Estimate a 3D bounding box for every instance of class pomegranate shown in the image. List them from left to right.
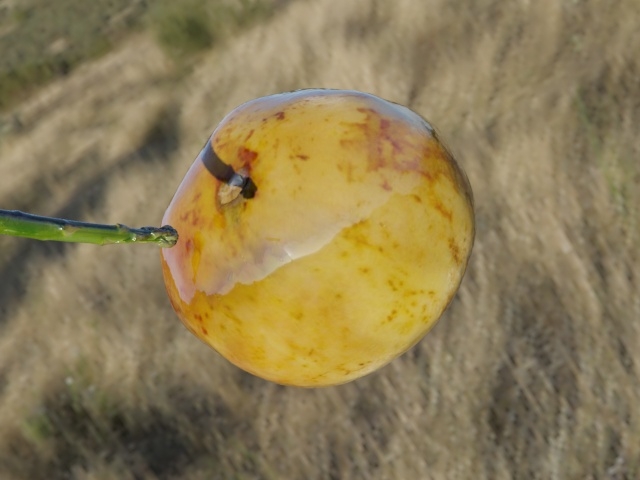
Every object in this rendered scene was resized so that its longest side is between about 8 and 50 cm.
[{"bbox_3d":[0.000,0.000,1.146,0.248,0.248,0.248,-31,12,7],"label":"pomegranate"}]

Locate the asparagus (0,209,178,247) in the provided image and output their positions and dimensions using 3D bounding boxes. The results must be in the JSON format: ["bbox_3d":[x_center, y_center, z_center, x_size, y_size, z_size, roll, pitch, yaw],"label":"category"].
[{"bbox_3d":[-0.145,-0.006,0.910,0.127,0.018,0.015,6,-27,-26],"label":"asparagus"}]
